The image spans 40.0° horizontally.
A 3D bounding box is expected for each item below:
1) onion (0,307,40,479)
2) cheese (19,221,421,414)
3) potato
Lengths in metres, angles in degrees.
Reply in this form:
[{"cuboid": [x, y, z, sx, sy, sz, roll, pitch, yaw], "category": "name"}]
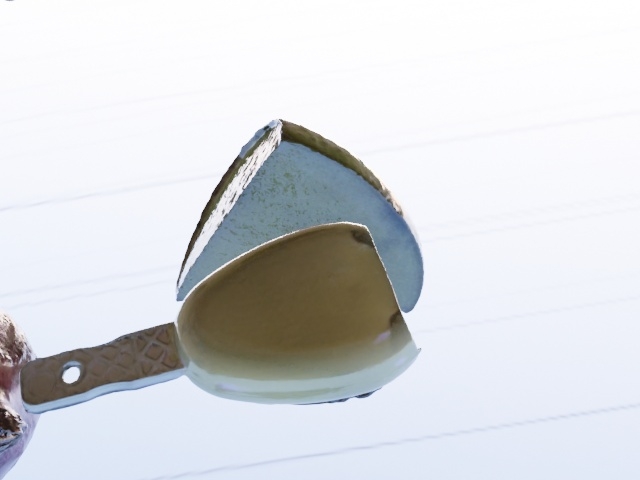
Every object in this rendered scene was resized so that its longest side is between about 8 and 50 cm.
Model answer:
[{"cuboid": [-0.294, 0.142, 0.722, 0.218, 0.140, 0.195, 2, -121, 38], "category": "onion"}, {"cuboid": [-0.070, 0.066, 0.576, 0.252, 0.054, 0.127, -14, -125, -9], "category": "cheese"}, {"cuboid": [0.000, 0.000, 1.025, 0.255, 0.269, 0.112, 26, -144, -19], "category": "potato"}]
